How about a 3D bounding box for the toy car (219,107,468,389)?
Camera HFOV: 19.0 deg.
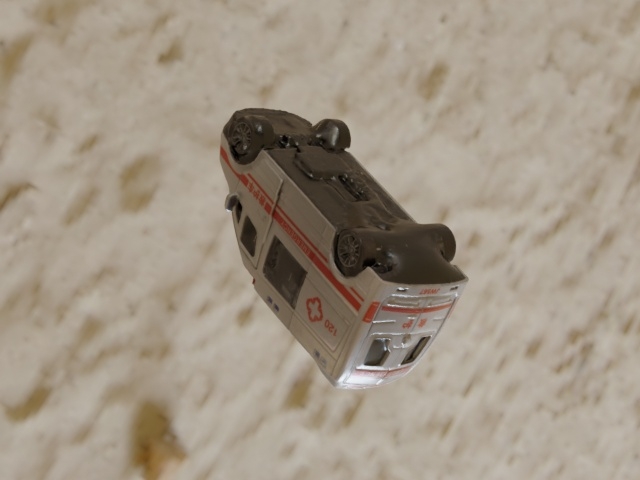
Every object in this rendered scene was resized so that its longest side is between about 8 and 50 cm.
[{"bbox_3d":[0.000,0.000,1.266,0.089,0.209,0.108,-4,130,-41],"label":"toy car"}]
